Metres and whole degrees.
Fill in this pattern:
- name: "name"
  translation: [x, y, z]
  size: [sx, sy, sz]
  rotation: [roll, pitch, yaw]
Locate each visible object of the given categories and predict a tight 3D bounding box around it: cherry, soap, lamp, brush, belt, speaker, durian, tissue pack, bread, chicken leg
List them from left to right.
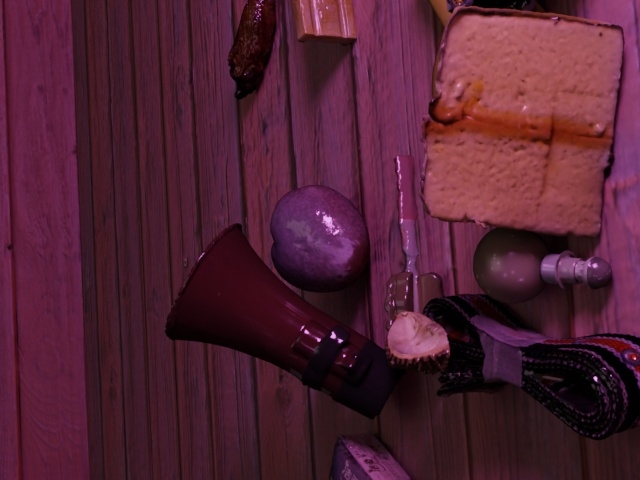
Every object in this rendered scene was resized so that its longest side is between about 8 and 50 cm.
- name: "chicken leg"
  translation: [-0.126, -0.374, 1.782]
  size: [0.105, 0.063, 0.234]
  rotation: [52, 133, 42]
- name: "speaker"
  translation: [-0.056, 0.161, 1.428]
  size: [0.329, 0.198, 0.259]
  rotation: [35, 141, 3]
- name: "soap"
  translation: [-0.006, -0.431, 1.521]
  size: [0.037, 0.092, 0.252]
  rotation: [-32, 63, 60]
- name: "cherry"
  translation: [0.002, -0.003, 1.471]
  size: [0.176, 0.140, 0.176]
  rotation: [16, 116, 37]
- name: "tissue pack"
  translation: [0.066, 0.428, 1.423]
  size: [0.173, 0.073, 0.235]
  rotation: [41, 126, 54]
- name: "brush"
  translation: [0.124, 0.026, 1.308]
  size: [0.071, 0.084, 0.301]
  rotation: [-25, 62, 61]
- name: "durian"
  translation: [0.111, 0.125, 1.162]
  size: [0.130, 0.052, 0.066]
  rotation: [31, 111, 61]
- name: "bread"
  translation: [0.205, -0.118, 1.008]
  size: [0.135, 0.178, 0.240]
  rotation: [19, 110, 46]
- name: "belt"
  translation: [0.235, 0.134, 1.077]
  size: [0.359, 0.094, 0.126]
  rotation: [5, 95, 61]
- name: "lamp"
  translation: [0.249, 0.029, 1.073]
  size: [0.163, 0.091, 0.091]
  rotation: [4, 94, 47]

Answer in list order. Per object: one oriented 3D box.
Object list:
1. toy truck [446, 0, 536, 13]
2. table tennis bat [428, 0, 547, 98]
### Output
- name: "toy truck"
  translation: [0.215, -0.313, 1.072]
  size: [0.192, 0.083, 0.092]
  rotation: [-30, 57, 43]
- name: "table tennis bat"
  translation: [0.191, -0.243, 1.203]
  size: [0.224, 0.054, 0.368]
  rotation: [-54, 49, 45]
